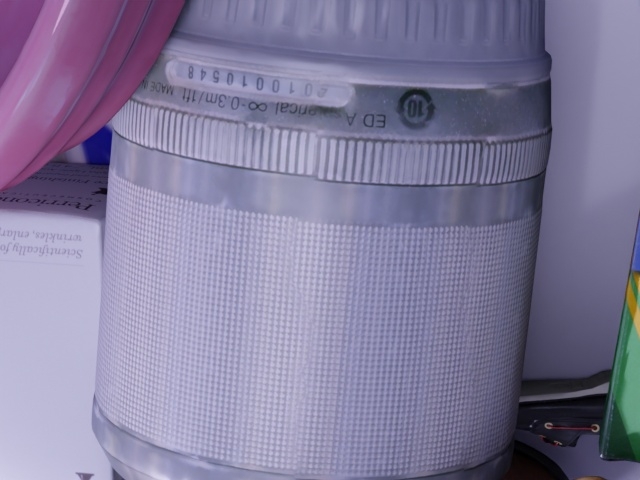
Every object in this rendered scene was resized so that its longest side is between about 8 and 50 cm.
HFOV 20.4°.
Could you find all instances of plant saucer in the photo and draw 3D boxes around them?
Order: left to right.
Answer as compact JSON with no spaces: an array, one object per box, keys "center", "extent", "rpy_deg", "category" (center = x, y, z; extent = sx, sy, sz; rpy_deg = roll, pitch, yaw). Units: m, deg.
[{"center":[-0.147,-0.172,0.864],"extent":[0.084,0.332,0.332],"rpy_deg":[11,118,-36],"category":"plant saucer"}]

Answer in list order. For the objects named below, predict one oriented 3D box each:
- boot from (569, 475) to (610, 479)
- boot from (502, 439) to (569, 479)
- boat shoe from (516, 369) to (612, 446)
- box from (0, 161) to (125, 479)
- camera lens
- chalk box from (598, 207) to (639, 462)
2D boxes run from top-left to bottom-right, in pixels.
[{"center":[0.082,0.207,0.867],"extent":[0.295,0.211,0.104],"rpy_deg":[-46,53,25],"category":"boot"},{"center":[-0.011,0.188,0.937],"extent":[0.264,0.280,0.096],"rpy_deg":[5,109,14],"category":"boot"},{"center":[0.135,0.097,0.994],"extent":[0.133,0.049,0.042],"rpy_deg":[-7,97,13],"category":"boat shoe"},{"center":[-0.183,0.051,1.028],"extent":[0.181,0.119,0.182],"rpy_deg":[4,108,13],"category":"box"},{"center":[0.000,0.000,0.900],"extent":[0.219,0.219,0.274],"rpy_deg":[8,103,13],"category":"camera lens"},{"center":[0.244,-0.037,0.841],"extent":[0.179,0.180,0.289],"rpy_deg":[9,98,12],"category":"chalk box"}]
